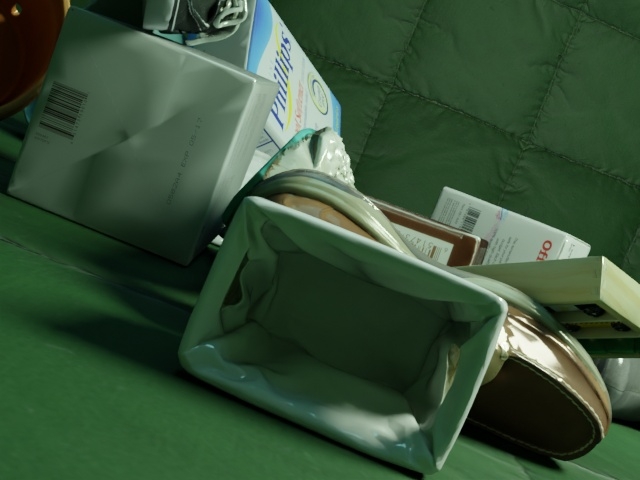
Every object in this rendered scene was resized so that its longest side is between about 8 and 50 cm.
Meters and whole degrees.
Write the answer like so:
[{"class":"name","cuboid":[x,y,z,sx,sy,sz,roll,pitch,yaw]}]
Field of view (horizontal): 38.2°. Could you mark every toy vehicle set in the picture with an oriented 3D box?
[{"class":"toy vehicle set","cuboid":[0.158,0.067,0.820,0.266,0.035,0.166,-7,-25,41]}]

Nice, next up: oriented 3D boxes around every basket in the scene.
[{"class":"basket","cuboid":[0.014,0.053,0.570,0.167,0.113,0.103,23,2,2]}]

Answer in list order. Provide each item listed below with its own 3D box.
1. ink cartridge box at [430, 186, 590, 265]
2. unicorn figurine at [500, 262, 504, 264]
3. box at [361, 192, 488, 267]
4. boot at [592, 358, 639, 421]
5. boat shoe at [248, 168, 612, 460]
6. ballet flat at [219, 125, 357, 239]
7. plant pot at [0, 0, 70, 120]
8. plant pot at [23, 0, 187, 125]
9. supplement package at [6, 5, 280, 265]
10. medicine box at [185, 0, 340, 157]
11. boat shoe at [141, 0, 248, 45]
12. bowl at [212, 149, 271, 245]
[{"class":"ink cartridge box","cuboid":[0.322,0.045,1.703,0.278,0.201,0.117,26,6,39]},{"class":"unicorn figurine","cuboid":[0.280,0.084,1.451,0.060,0.162,0.111,-19,25,1]},{"class":"box","cuboid":[0.125,0.029,1.298,0.191,0.143,0.381,20,2,11]},{"class":"boot","cuboid":[0.422,0.187,1.084,0.222,0.118,0.338,30,11,24]},{"class":"boat shoe","cuboid":[0.069,0.079,0.687,0.324,0.123,0.116,31,37,-3]},{"class":"ballet flat","cuboid":[-0.017,-0.015,0.928,0.147,0.147,0.409,22,-6,-6]},{"class":"plant pot","cuboid":[-0.489,-0.279,1.231,0.290,0.291,0.203,21,-12,-17]},{"class":"plant pot","cuboid":[-0.316,-0.244,1.586,0.293,0.293,0.235,26,-10,45]},{"class":"supplement package","cuboid":[-0.179,-0.118,1.020,0.198,0.199,0.263,22,9,-1]},{"class":"medicine box","cuboid":[-0.096,-0.203,1.519,0.149,0.264,0.289,-18,-44,22]},{"class":"boat shoe","cuboid":[-0.125,-0.257,0.963,0.104,0.113,0.306,6,1,-5]},{"class":"bowl","cuboid":[-0.158,-0.085,1.303,0.297,0.134,0.298,22,4,-2]}]
